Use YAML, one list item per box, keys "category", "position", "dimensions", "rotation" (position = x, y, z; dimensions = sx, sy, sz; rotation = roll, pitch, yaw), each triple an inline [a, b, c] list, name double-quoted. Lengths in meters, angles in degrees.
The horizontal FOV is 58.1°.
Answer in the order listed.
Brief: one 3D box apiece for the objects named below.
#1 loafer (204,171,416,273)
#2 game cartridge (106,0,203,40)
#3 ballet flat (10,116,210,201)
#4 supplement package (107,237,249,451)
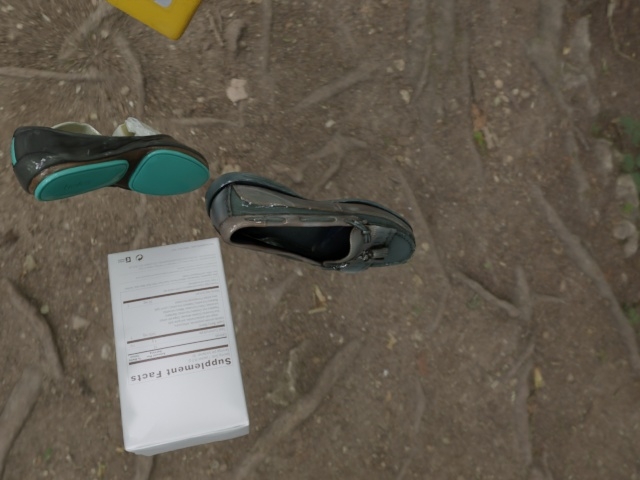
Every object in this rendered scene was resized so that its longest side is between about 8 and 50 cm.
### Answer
- category: "loafer"
  position: [0.000, 0.000, 0.654]
  dimensions: [0.267, 0.084, 0.096]
  rotation: [13, 124, -26]
- category: "game cartridge"
  position: [-0.238, -0.449, 0.729]
  dimensions: [0.285, 0.052, 0.324]
  rotation: [25, 138, -26]
- category: "ballet flat"
  position: [-0.255, -0.112, 0.733]
  dimensions: [0.095, 0.280, 0.096]
  rotation: [-40, 76, 26]
- category: "supplement package"
  position: [-0.220, 0.171, 0.915]
  dimensions: [0.175, 0.177, 0.293]
  rotation: [-9, 69, -11]
